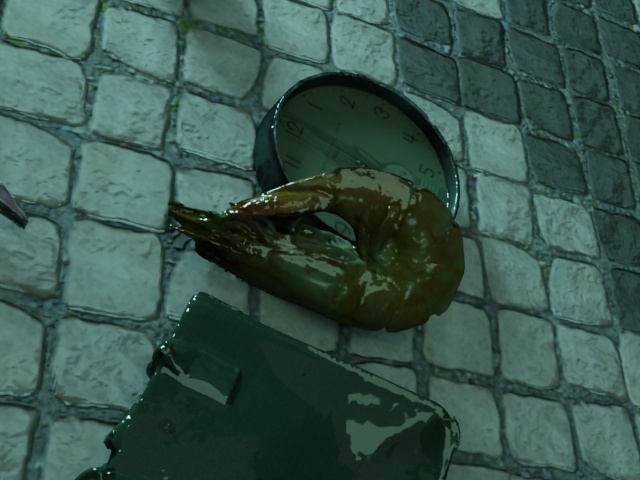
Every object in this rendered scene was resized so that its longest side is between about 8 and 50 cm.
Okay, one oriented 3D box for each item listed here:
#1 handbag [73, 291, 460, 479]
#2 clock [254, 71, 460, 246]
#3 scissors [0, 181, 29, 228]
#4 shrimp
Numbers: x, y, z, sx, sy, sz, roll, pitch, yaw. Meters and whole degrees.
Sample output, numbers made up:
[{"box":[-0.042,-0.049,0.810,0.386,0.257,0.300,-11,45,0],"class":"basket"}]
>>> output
[{"box":[-0.041,0.188,0.671,0.260,0.079,0.247,30,50,-7],"class":"handbag"},{"box":[0.040,-0.072,0.895,0.215,0.042,0.215,14,57,-22],"class":"clock"},{"box":[-0.305,-0.073,0.714,0.133,0.020,0.187,-31,78,-35],"class":"scissors"},{"box":[0.000,0.000,0.786,0.267,0.145,0.061,14,21,-6],"class":"shrimp"}]
